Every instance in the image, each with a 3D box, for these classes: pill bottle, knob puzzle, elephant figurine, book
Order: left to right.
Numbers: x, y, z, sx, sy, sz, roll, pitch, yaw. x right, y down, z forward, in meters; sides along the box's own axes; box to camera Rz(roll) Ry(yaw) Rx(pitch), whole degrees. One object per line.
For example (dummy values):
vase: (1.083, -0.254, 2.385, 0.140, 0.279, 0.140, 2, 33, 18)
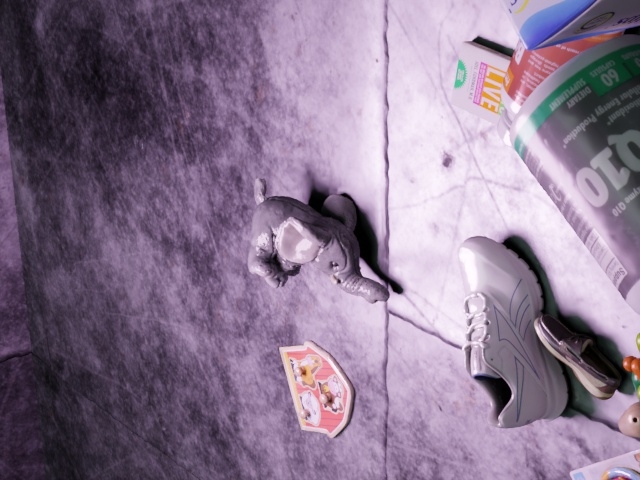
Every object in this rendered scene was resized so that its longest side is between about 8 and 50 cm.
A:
knob puzzle: (-0.006, 0.284, 2.240, 0.213, 0.030, 0.213, 25, 123, 45)
elephant figurine: (0.000, 0.000, 2.037, 0.239, 0.186, 0.169, -3, 59, 43)
book: (0.252, -0.219, 1.693, 0.144, 0.035, 0.096, 32, 124, 43)
pill bottle: (0.306, -0.220, 1.541, 0.121, 0.121, 0.216, 45, 136, 32)
pill bottle: (0.395, -0.041, 1.356, 0.361, 0.204, 0.204, 56, 141, 20)

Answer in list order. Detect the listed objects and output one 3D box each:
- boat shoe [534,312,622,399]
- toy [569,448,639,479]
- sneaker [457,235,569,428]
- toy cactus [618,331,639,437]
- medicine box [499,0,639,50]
boat shoe: (0.369, 0.156, 1.681, 0.152, 0.056, 0.049, 46, 133, 17)
toy: (0.441, 0.372, 1.670, 0.237, 0.056, 0.137, -38, 73, 52)
sneaker: (0.264, 0.136, 1.741, 0.111, 0.129, 0.297, -28, 80, 55)
toy cactus: (0.451, 0.226, 1.570, 0.180, 0.112, 0.219, 117, 133, -72)
medicine box: (0.303, -0.389, 1.352, 0.149, 0.263, 0.289, -39, 73, 52)
